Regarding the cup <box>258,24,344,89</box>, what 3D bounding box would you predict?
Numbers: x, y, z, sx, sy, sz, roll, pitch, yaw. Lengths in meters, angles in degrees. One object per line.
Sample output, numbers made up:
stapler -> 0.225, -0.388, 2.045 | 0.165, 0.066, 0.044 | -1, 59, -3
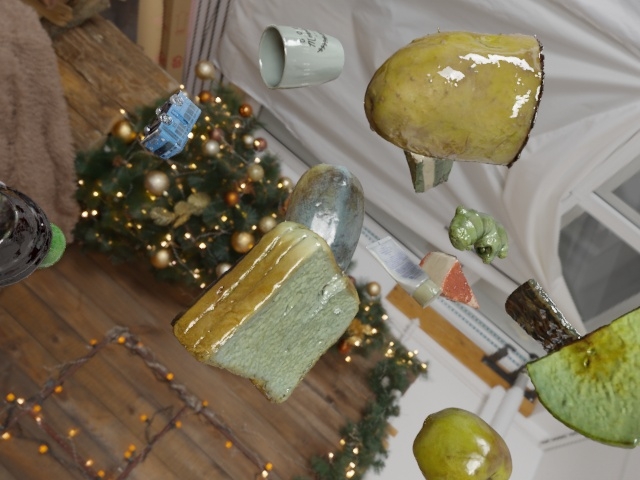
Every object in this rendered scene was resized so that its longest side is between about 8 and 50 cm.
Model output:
cup -> -0.072, -0.604, 1.663 | 0.234, 0.258, 0.186 | -12, 148, -32

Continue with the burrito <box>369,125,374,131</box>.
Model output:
burrito -> 0.201, -0.337, 1.520 | 0.045, 0.058, 0.188 | -30, -154, -15

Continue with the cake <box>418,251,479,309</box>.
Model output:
cake -> 0.460, 0.193, 1.923 | 0.160, 0.262, 0.158 | -41, -154, -19

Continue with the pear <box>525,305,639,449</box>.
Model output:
pear -> 0.491, 0.190, 0.777 | 0.292, 0.159, 0.292 | -21, 155, -10

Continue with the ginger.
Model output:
ginger -> 0.430, -0.012, 1.397 | 0.290, 0.089, 0.137 | 23, 78, -47

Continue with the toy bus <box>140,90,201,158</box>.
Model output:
toy bus -> -0.525, -0.403, 1.839 | 0.116, 0.133, 0.234 | -21, -140, 36

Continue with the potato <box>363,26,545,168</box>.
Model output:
potato -> 0.206, -0.238, 0.866 | 0.229, 0.266, 0.229 | -174, -90, -82

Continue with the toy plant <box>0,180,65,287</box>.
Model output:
toy plant -> -0.562, 0.003, 0.886 | 0.218, 0.175, 0.235 | -6, 164, -18

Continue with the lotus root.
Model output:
lotus root -> 0.000, 0.000, 1.065 | 0.140, 0.158, 0.322 | -8, -114, 62

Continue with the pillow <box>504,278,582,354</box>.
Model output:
pillow -> 0.482, 0.203, 1.065 | 0.034, 0.255, 0.189 | -33, 158, -7

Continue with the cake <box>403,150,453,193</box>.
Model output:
cake -> 0.385, -0.260, 1.793 | 0.158, 0.283, 0.172 | -19, -144, 2

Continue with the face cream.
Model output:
face cream -> 0.227, 0.080, 1.418 | 0.114, 0.224, 0.070 | -21, 149, -44

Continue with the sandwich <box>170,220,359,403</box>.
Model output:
sandwich -> -0.060, 0.115, 0.822 | 0.249, 0.095, 0.273 | -46, 146, -9

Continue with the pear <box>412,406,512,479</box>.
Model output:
pear -> 0.306, 0.463, 1.127 | 0.200, 0.200, 0.200 | -48, 174, -7
